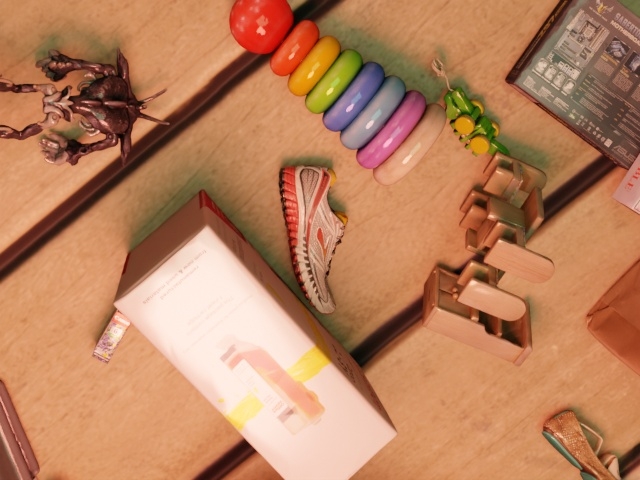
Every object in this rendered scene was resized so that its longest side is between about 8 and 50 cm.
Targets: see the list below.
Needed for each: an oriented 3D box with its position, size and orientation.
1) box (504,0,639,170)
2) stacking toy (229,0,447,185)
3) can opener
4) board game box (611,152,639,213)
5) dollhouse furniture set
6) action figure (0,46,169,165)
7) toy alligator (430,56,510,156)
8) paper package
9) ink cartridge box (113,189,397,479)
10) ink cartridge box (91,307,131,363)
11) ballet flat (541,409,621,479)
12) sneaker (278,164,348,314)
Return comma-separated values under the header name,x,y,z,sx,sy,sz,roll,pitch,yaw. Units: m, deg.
name,x,y,z,sx,sy,sz,roll,pitch,yaw
box,0.416,-0.240,1.559,0.232,0.059,0.183,33,97,-12
stacking toy,0.014,-0.228,1.485,0.330,0.141,0.141,40,96,-9
can opener,-0.434,0.336,1.587,0.093,0.074,0.280,-22,102,4
board game box,0.640,-0.119,1.578,0.318,0.066,0.319,29,98,-24
dollhouse furniture set,0.272,0.041,1.533,0.161,0.212,0.242,22,127,-9
action figure,-0.353,-0.183,1.451,0.275,0.141,0.164,-2,95,-33
toy alligator,0.205,-0.181,1.556,0.051,0.056,0.190,-28,109,42
paper package,0.597,0.196,1.550,0.325,0.309,0.168,37,97,-14
ink cartridge box,-0.091,0.139,1.477,0.160,0.279,0.385,-40,104,2
ink cartridge box,-0.292,0.118,1.558,0.029,0.063,0.115,30,98,-11
ballet flat,0.433,0.349,1.692,0.067,0.073,0.206,-43,108,-11
sneaker,0.000,0.000,1.553,0.092,0.088,0.225,-9,104,-5
